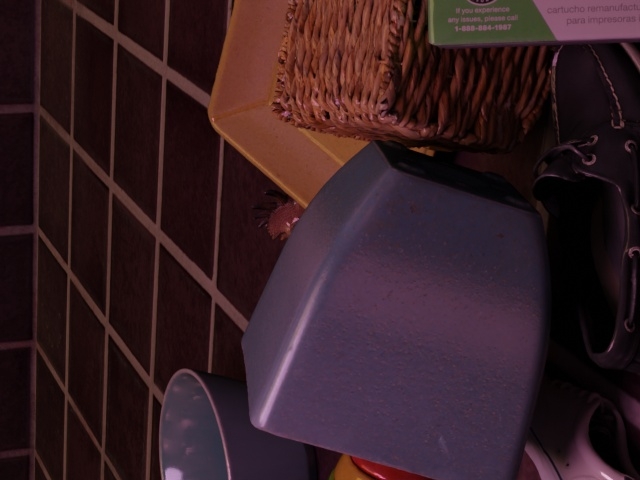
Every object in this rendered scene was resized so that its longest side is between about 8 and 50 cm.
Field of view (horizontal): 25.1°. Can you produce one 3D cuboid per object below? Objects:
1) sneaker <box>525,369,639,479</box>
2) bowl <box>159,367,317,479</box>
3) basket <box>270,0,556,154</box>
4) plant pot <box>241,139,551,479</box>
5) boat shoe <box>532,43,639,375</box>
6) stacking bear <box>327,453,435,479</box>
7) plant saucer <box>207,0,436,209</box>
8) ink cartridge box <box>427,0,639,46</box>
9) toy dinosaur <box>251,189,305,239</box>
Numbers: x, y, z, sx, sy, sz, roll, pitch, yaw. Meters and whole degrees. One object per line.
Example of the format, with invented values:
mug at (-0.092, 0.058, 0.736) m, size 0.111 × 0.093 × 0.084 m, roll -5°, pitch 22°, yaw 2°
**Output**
sneaker at (0.246, 0.180, 1.392) m, size 0.091 × 0.094 × 0.258 m, roll -49°, pitch 40°, yaw 20°
bowl at (-0.112, 0.334, 2.101) m, size 0.311 × 0.163 × 0.312 m, roll 175°, pitch 90°, yaw -67°
basket at (0.109, -0.242, 1.434) m, size 0.223 × 0.213 × 0.299 m, roll 9°, pitch 90°, yaw 60°
plant pot at (0.083, 0.050, 1.344) m, size 0.248 × 0.247 × 0.252 m, roll -110°, pitch 37°, yaw -74°
boat shoe at (0.247, -0.040, 1.294) m, size 0.127 × 0.113 × 0.340 m, roll 148°, pitch 116°, yaw -64°
stacking bear at (0.082, 0.283, 1.682) m, size 0.164 × 0.175 × 0.289 m, roll -131°, pitch 50°, yaw -56°
plant saucer at (0.029, -0.184, 1.694) m, size 0.333 × 0.081 × 0.333 m, roll 41°, pitch 135°, yaw 24°
ink cartridge box at (0.195, -0.312, 1.223) m, size 0.121 × 0.211 × 0.289 m, roll -27°, pitch -64°, yaw -77°
toy dinosaur at (0.000, 0.000, 1.857) m, size 0.295 × 0.127 × 0.200 m, roll -23°, pitch 66°, yaw 59°
